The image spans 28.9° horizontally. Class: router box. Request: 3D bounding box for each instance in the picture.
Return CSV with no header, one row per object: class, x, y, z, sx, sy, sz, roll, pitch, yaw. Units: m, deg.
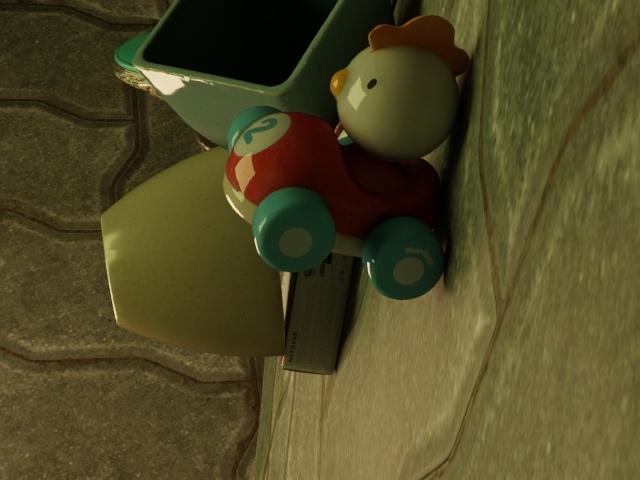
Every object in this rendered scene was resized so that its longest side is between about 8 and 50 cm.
router box,0.000,0.000,1.958,0.301,0.082,0.335,-99,18,-73

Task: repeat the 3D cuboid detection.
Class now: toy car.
toy car,0.039,-0.109,1.149,0.219,0.210,0.238,-112,41,-59

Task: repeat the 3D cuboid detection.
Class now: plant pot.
plant pot,-0.043,-0.219,1.623,0.248,0.247,0.252,-59,-35,-23

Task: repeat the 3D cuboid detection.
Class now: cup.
cup,-0.197,0.026,1.848,0.331,0.237,0.331,172,90,-83

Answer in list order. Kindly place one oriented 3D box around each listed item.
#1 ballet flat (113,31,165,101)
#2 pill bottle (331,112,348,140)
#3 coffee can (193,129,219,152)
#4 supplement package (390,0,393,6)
ballet flat,-0.122,-0.277,2.008,0.182,0.483,0.164,59,-140,-29
pill bottle,0.058,-0.111,1.462,0.152,0.086,0.086,-100,18,-71
coffee can,-0.098,-0.109,2.186,0.201,0.201,0.275,-88,-9,-46
supplement package,0.030,-0.473,1.801,0.175,0.177,0.293,103,172,-58
